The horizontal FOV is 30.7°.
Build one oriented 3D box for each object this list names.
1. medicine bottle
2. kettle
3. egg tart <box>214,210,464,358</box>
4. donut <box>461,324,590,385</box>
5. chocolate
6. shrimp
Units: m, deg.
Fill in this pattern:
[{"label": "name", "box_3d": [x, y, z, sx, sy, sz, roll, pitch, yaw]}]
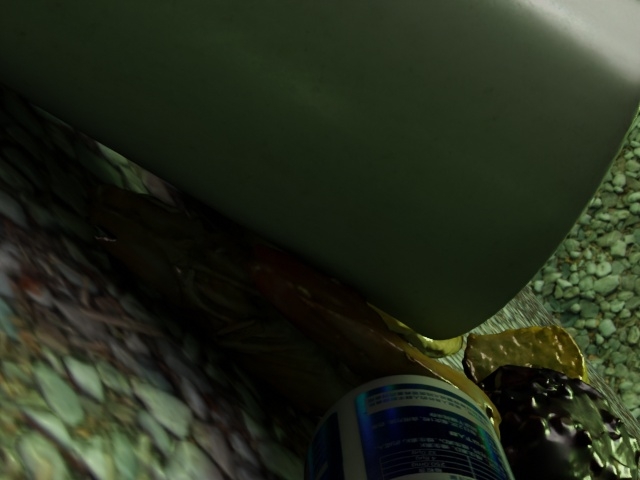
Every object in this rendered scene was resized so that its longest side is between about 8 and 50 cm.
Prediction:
[{"label": "medicine bottle", "box_3d": [0.047, 0.147, 0.539, 0.107, 0.107, 0.191, 46, 11, -15]}, {"label": "kettle", "box_3d": [-0.044, -0.143, 0.707, 0.377, 0.250, 0.361, 28, 2, -13]}, {"label": "egg tart", "box_3d": [0.000, 0.000, 0.931, 0.279, 0.095, 0.279, 41, 11, -10]}, {"label": "donut", "box_3d": [0.200, 0.191, 0.944, 0.259, 0.101, 0.152, 65, 4, 16]}, {"label": "chocolate", "box_3d": [0.135, 0.143, 0.766, 0.156, 0.156, 0.133, 54, 3, 25]}, {"label": "shrimp", "box_3d": [-0.006, 0.054, 0.657, 0.287, 0.063, 0.152, 37, -18, -30]}]
